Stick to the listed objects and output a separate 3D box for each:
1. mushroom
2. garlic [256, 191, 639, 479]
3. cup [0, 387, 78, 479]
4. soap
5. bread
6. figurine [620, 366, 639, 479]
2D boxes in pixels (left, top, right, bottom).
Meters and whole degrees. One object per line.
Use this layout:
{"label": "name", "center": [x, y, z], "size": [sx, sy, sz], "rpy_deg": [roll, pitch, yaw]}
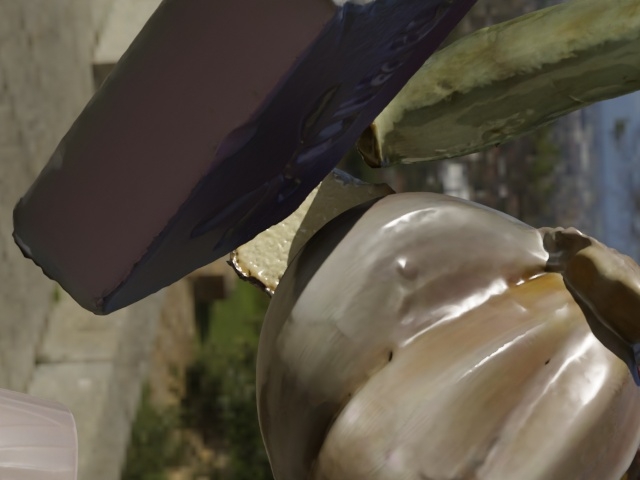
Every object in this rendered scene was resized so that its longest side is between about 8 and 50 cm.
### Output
{"label": "mushroom", "center": [0.164, -0.129, 1.333], "size": [0.087, 0.333, 0.107], "rpy_deg": [51, 40, -24]}
{"label": "garlic", "center": [0.085, 0.095, 1.264], "size": [0.279, 0.325, 0.132], "rpy_deg": [50, -13, 19]}
{"label": "cup", "center": [-0.367, 0.231, 1.590], "size": [0.288, 0.273, 0.208], "rpy_deg": [39, -67, 65]}
{"label": "soap", "center": [-0.037, -0.108, 1.189], "size": [0.296, 0.107, 0.285], "rpy_deg": [-50, 169, 32]}
{"label": "bread", "center": [0.000, 0.000, 1.451], "size": [0.129, 0.126, 0.044], "rpy_deg": [-62, 170, -6]}
{"label": "figurine", "center": [0.275, 0.145, 1.578], "size": [0.240, 0.115, 0.175], "rpy_deg": [-86, 177, -62]}
